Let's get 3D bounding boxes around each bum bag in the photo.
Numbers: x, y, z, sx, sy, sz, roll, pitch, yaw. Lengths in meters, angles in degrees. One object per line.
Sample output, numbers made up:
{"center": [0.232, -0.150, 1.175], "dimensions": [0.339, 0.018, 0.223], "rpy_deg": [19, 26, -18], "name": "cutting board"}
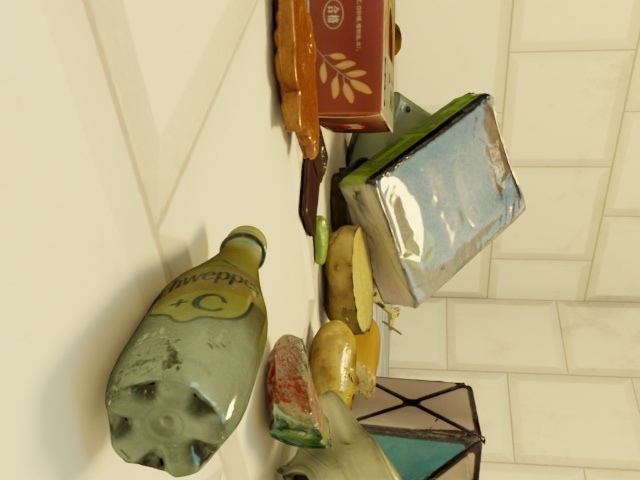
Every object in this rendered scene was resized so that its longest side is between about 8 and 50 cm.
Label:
{"center": [-0.009, -0.092, 1.152], "dimensions": [0.109, 0.026, 0.159], "rpy_deg": [71, 21, -68], "name": "bum bag"}

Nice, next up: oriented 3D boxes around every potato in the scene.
{"center": [0.044, 0.072, 1.360], "dimensions": [0.164, 0.081, 0.201], "rpy_deg": [-11, 99, -73], "name": "potato"}
{"center": [0.018, 0.215, 1.193], "dimensions": [0.107, 0.080, 0.171], "rpy_deg": [102, -9, -67], "name": "potato"}

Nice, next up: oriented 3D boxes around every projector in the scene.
{"center": [0.172, -0.164, 1.598], "dimensions": [0.198, 0.108, 0.251], "rpy_deg": [26, 80, -36], "name": "projector"}

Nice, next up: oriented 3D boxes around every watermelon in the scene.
{"center": [-0.035, 0.184, 0.891], "dimensions": [0.187, 0.071, 0.139], "rpy_deg": [69, 10, -77], "name": "watermelon"}

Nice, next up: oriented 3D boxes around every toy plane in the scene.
{"center": [0.102, 0.108, 1.561], "dimensions": [0.108, 0.092, 0.286], "rpy_deg": [-56, 136, -7], "name": "toy plane"}

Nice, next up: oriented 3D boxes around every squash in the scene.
{"center": [0.001, -0.001, 1.231], "dimensions": [0.027, 0.027, 0.089], "rpy_deg": [-74, 164, -61], "name": "squash"}

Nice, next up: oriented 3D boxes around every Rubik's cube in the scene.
{"center": [0.188, 0.499, 1.654], "dimensions": [0.310, 0.305, 0.307], "rpy_deg": [-60, 153, -78], "name": "Rubik's cube"}

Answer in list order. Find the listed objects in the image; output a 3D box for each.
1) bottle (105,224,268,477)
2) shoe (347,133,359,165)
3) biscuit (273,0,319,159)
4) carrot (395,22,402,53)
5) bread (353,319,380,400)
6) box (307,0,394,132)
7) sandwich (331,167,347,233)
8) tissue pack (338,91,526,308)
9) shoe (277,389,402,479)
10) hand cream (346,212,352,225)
{"center": [-0.076, 0.052, 0.525], "dimensions": [0.270, 0.083, 0.083], "rpy_deg": [-81, 170, -67], "name": "bottle"}
{"center": [0.131, -0.178, 1.807], "dimensions": [0.211, 0.132, 0.342], "rpy_deg": [-106, 178, -51], "name": "shoe"}
{"center": [-0.031, -0.227, 0.933], "dimensions": [0.183, 0.043, 0.280], "rpy_deg": [-84, 167, -51], "name": "biscuit"}
{"center": [0.140, -0.496, 1.853], "dimensions": [0.302, 0.114, 0.114], "rpy_deg": [-53, 143, -70], "name": "carrot"}
{"center": [0.086, 0.244, 1.627], "dimensions": [0.134, 0.085, 0.173], "rpy_deg": [81, 13, -48], "name": "bread"}
{"center": [0.060, -0.386, 1.255], "dimensions": [0.344, 0.122, 0.385], "rpy_deg": [-27, 118, -81], "name": "box"}
{"center": [0.037, -0.076, 1.452], "dimensions": [0.067, 0.029, 0.135], "rpy_deg": [-3, 93, -86], "name": "sandwich"}
{"center": [0.236, -0.088, 1.504], "dimensions": [0.394, 0.124, 0.288], "rpy_deg": [-37, 117, -32], "name": "tissue pack"}
{"center": [0.006, 0.308, 0.973], "dimensions": [0.124, 0.159, 0.316], "rpy_deg": [57, -11, -8], "name": "shoe"}
{"center": [0.073, -0.030, 1.653], "dimensions": [0.205, 0.049, 0.078], "rpy_deg": [-83, 171, -61], "name": "hand cream"}
